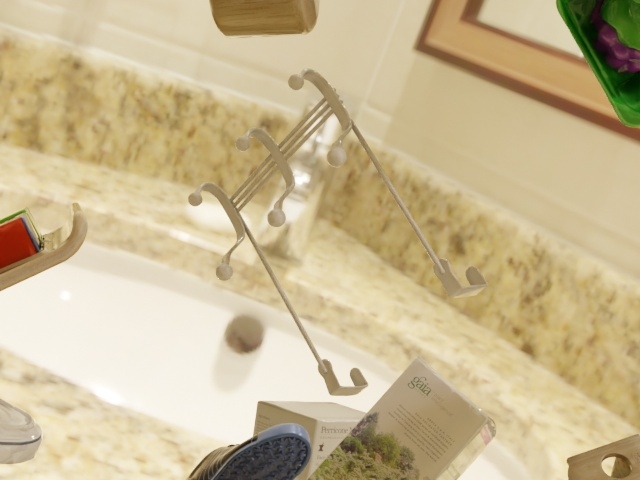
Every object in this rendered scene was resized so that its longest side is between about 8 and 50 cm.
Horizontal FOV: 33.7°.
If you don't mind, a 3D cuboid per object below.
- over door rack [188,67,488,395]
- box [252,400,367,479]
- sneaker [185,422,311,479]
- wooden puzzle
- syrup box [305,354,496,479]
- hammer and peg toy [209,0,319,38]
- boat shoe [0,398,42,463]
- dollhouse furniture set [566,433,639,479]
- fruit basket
[{"bbox_3d":[0.000,0.000,1.217,0.324,0.239,0.108,53,34,10],"label":"over door rack"},{"bbox_3d":[-0.001,0.365,1.923,0.181,0.119,0.182,8,-1,-38],"label":"box"},{"bbox_3d":[-0.102,0.287,1.345,0.081,0.232,0.090,44,23,-20],"label":"sneaker"},{"bbox_3d":[-0.436,0.042,1.230,0.080,0.348,0.322,61,-10,-11],"label":"wooden puzzle"},{"bbox_3d":[0.058,0.235,1.022,0.093,0.237,0.096,40,-8,24],"label":"syrup box"},{"bbox_3d":[0.009,-0.320,0.657,0.127,0.361,0.266,4,-25,10],"label":"hammer and peg toy"},{"bbox_3d":[-0.383,0.142,1.026,0.258,0.084,0.095,25,9,-25],"label":"boat shoe"},{"bbox_3d":[0.337,0.344,1.179,0.101,0.182,0.161,-15,45,-13],"label":"dollhouse furniture set"},{"bbox_3d":[0.482,-0.312,1.264,0.283,0.392,0.392,50,-4,-32],"label":"fruit basket"}]
